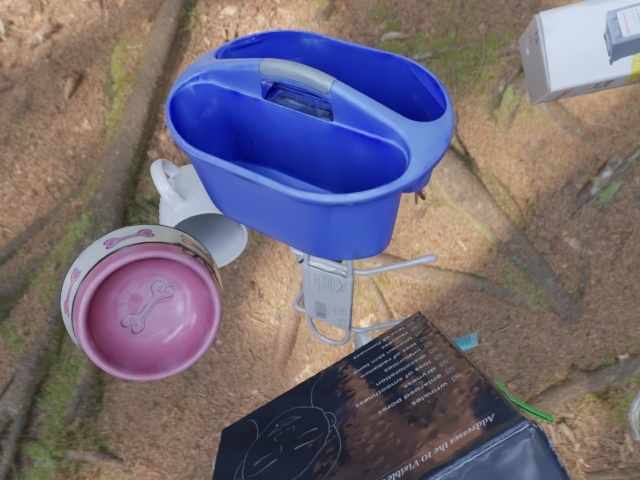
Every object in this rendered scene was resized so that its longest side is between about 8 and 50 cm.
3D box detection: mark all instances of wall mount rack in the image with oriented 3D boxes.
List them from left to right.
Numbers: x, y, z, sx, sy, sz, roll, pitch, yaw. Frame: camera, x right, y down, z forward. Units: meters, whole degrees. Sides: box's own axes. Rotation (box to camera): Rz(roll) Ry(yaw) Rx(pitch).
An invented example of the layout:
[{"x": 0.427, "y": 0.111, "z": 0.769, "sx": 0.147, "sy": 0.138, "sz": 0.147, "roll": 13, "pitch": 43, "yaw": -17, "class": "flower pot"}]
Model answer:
[{"x": 0.084, "y": 0.104, "z": 1.210, "sx": 0.304, "sy": 0.349, "sz": 0.130, "roll": 17, "pitch": 47, "yaw": 17, "class": "wall mount rack"}]

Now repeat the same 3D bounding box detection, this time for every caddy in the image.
[{"x": -0.015, "y": -0.133, "z": 0.635, "sx": 0.342, "sy": 0.179, "sz": 0.241, "roll": 23, "pitch": 62, "yaw": 22, "class": "caddy"}]

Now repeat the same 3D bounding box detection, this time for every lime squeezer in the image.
[{"x": 0.372, "y": 0.375, "z": 1.219, "sx": 0.311, "sy": 0.059, "sz": 0.109, "roll": 2, "pitch": 60, "yaw": -20, "class": "lime squeezer"}]

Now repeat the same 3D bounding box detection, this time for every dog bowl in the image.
[{"x": -0.431, "y": 0.169, "z": 1.356, "sx": 0.409, "sy": 0.150, "sz": 0.407, "roll": -7, "pitch": 107, "yaw": -24, "class": "dog bowl"}]

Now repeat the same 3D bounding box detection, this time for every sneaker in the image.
[{"x": 0.204, "y": 0.366, "z": 1.788, "sx": 0.169, "sy": 0.292, "sz": 0.108, "roll": -15, "pitch": 55, "yaw": -4, "class": "sneaker"}]

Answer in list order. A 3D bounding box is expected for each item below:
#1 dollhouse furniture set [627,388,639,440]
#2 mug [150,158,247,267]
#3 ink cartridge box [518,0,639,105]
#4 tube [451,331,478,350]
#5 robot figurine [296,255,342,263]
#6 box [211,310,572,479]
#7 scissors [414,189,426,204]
[{"x": 0.384, "y": 0.132, "z": 0.447, "sx": 0.101, "sy": 0.182, "sz": 0.160, "roll": 2, "pitch": 101, "yaw": -30, "class": "dollhouse furniture set"}, {"x": -0.442, "y": -0.129, "z": 1.836, "sx": 0.276, "sy": 0.374, "sz": 0.328, "roll": -31, "pitch": 48, "yaw": 9, "class": "mug"}, {"x": 0.502, "y": -0.321, "z": 0.868, "sx": 0.307, "sy": 0.226, "sz": 0.131, "roll": -11, "pitch": 95, "yaw": 15, "class": "ink cartridge box"}, {"x": 0.395, "y": 0.344, "z": 1.691, "sx": 0.207, "sy": 0.080, "sz": 0.052, "roll": -26, "pitch": 107, "yaw": 17, "class": "tube"}, {"x": 0.002, "y": 0.000, "z": 1.935, "sx": 0.174, "sy": 0.209, "sz": 0.277, "roll": 2, "pitch": 91, "yaw": -24, "class": "robot figurine"}, {"x": 0.091, "y": 0.403, "z": 0.848, "sx": 0.480, "sy": 0.472, "sz": 0.297, "roll": -31, "pitch": 97, "yaw": 1, "class": "box"}, {"x": 0.327, "y": -0.180, "z": 1.851, "sx": 0.021, "sy": 0.297, "sz": 0.108, "roll": -17, "pitch": 93, "yaw": 20, "class": "scissors"}]
